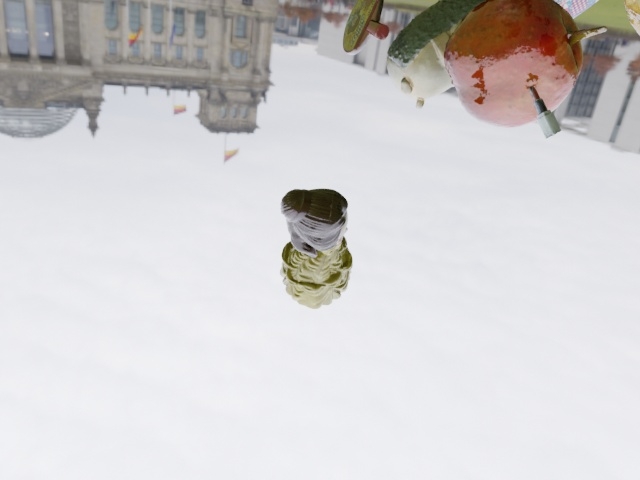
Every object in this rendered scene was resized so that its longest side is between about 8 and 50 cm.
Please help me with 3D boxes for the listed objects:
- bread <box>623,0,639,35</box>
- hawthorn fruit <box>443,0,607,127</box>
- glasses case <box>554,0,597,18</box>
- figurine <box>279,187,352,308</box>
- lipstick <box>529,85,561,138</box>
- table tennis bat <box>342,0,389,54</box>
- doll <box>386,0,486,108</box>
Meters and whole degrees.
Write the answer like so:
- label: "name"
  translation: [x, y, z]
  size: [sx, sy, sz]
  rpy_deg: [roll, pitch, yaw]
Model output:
- label: "bread"
  translation: [0.614, -0.353, 0.873]
  size: [0.244, 0.134, 0.244]
  rpy_deg: [35, -152, -21]
- label: "hawthorn fruit"
  translation: [0.443, -0.395, 1.162]
  size: [0.287, 0.287, 0.330]
  rpy_deg: [-14, -177, -41]
- label: "glasses case"
  translation: [0.669, -0.664, 1.541]
  size: [0.125, 0.327, 0.076]
  rpy_deg: [23, -136, -49]
- label: "figurine"
  translation: [0.004, 0.001, 1.085]
  size: [0.168, 0.315, 0.187]
  rpy_deg: [35, -111, 10]
- label: "lipstick"
  translation: [0.433, -0.253, 1.055]
  size: [0.025, 0.107, 0.025]
  rpy_deg: [-21, 176, -22]
- label: "table tennis bat"
  translation: [0.133, -0.618, 1.541]
  size: [0.038, 0.200, 0.310]
  rpy_deg: [17, -155, -21]
- label: "doll"
  translation: [0.351, -0.532, 1.478]
  size: [0.247, 0.349, 0.247]
  rpy_deg: [43, -165, -15]
